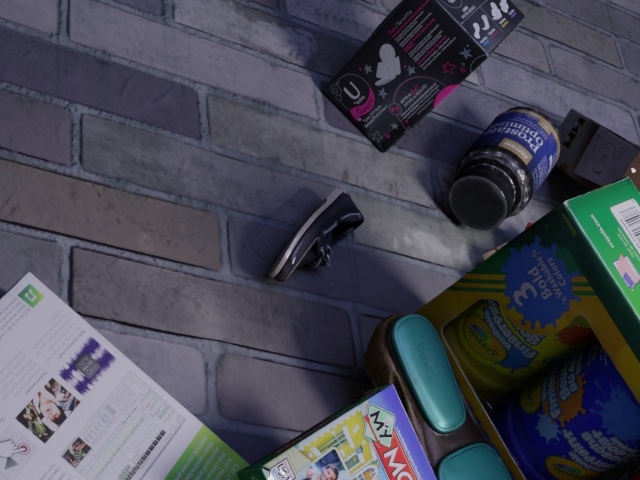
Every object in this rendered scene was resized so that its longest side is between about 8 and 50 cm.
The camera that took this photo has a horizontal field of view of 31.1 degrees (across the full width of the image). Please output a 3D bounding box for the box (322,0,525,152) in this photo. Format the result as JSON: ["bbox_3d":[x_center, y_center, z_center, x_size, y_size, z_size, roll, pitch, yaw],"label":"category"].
[{"bbox_3d":[0.149,-0.277,1.690,0.142,0.247,0.163,46,42,-3],"label":"box"}]

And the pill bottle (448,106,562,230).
[{"bbox_3d":[0.280,-0.108,1.763,0.123,0.123,0.219,45,43,-2],"label":"pill bottle"}]

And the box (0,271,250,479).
[{"bbox_3d":[-0.249,0.212,1.155,0.322,0.058,0.232,42,43,-4],"label":"box"}]

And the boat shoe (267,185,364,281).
[{"bbox_3d":[0.000,0.000,1.496,0.065,0.075,0.206,42,38,-2],"label":"boat shoe"}]

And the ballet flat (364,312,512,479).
[{"bbox_3d":[0.137,0.255,1.376,0.116,0.124,0.342,-16,73,-33],"label":"ballet flat"}]

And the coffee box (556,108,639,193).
[{"bbox_3d":[0.484,-0.112,1.863,0.141,0.098,0.246,26,13,-21],"label":"coffee box"}]

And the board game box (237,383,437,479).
[{"bbox_3d":[0.063,0.337,1.206,0.214,0.046,0.317,-25,90,-43],"label":"board game box"}]

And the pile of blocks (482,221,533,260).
[{"bbox_3d":[0.386,0.010,1.743,0.362,0.149,0.112,-5,63,-40],"label":"pile of blocks"}]

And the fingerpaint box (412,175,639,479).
[{"bbox_3d":[0.321,0.214,1.376,0.163,0.371,0.444,-18,73,-44],"label":"fingerpaint box"}]
